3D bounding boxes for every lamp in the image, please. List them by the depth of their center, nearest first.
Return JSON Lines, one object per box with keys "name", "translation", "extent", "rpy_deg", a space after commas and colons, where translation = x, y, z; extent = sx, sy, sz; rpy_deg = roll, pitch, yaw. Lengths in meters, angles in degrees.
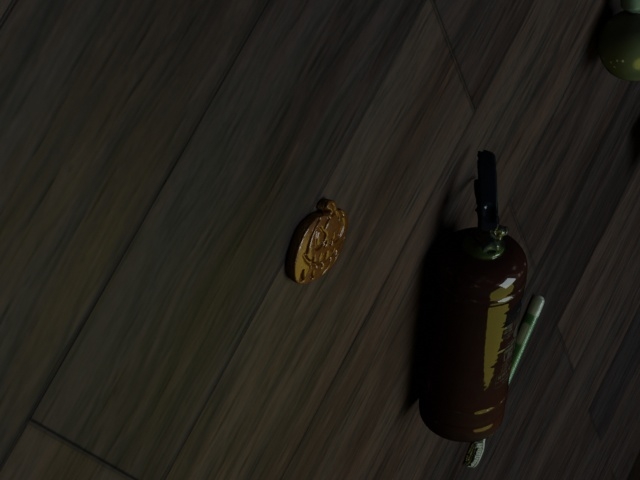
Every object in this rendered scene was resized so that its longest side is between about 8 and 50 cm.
{"name": "lamp", "translation": [0.380, -0.277, 1.848], "extent": [0.091, 0.091, 0.163], "rpy_deg": [-38, 128, -49]}

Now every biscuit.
{"name": "biscuit", "translation": [0.000, 0.000, 1.343], "extent": [0.091, 0.015, 0.078], "rpy_deg": [-27, 136, -57]}

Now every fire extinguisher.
{"name": "fire extinguisher", "translation": [0.170, 0.060, 1.691], "extent": [0.138, 0.102, 0.344], "rpy_deg": [-91, -177, -50]}

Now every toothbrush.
{"name": "toothbrush", "translation": [0.251, 0.194, 2.087], "extent": [0.024, 0.018, 0.257], "rpy_deg": [13, 100, -61]}
